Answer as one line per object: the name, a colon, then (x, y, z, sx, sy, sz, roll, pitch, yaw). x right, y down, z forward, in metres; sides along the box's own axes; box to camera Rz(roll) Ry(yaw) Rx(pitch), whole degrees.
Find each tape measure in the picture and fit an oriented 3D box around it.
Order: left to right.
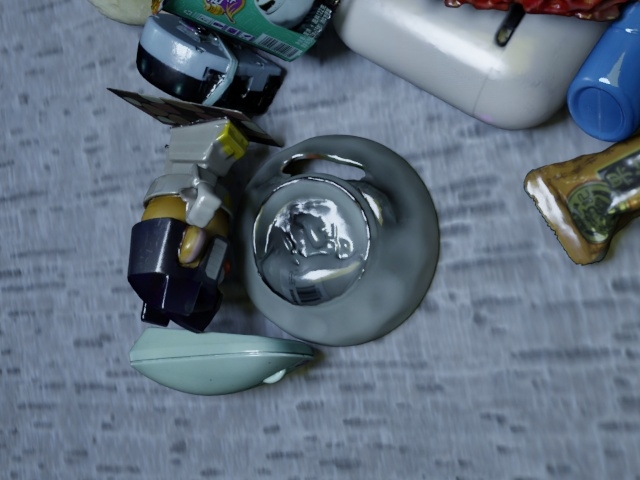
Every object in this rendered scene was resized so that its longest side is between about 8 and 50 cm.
tape measure: (-0.177, -0.267, 0.829, 0.182, 0.181, 0.107, 36, 115, 15)

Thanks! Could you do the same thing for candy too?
candy: (0.397, -0.078, 0.666, 0.271, 0.101, 0.143, -28, 73, 25)

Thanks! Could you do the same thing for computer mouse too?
computer mouse: (-0.154, 0.185, 0.831, 0.288, 0.159, 0.097, 1, 75, 26)

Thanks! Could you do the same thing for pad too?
pad: (-0.188, -0.186, 0.846, 0.234, 0.158, 0.003, 15, 86, 19)

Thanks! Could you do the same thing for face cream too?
face cream: (0.389, -0.242, 0.629, 0.083, 0.149, 0.264, 34, 80, 36)

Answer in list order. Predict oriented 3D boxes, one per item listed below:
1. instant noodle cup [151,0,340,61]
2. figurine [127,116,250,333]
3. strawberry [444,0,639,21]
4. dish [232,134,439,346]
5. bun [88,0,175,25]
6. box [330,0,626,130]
instant noodle cup: (-0.080, -0.362, 0.715, 0.251, 0.190, 0.251, -37, 42, 44)
figurine: (-0.190, -0.018, 0.793, 0.143, 0.308, 0.309, 10, 94, 1)
strawberry: (0.221, -0.373, 0.551, 0.280, 0.150, 0.254, 11, 81, 15)
dish: (0.000, 0.000, 0.796, 0.324, 0.124, 0.324, 0, 91, 20)
bun: (-0.292, -0.477, 0.880, 0.272, 0.168, 0.273, 0, 90, 12)
box: (0.200, -0.326, 0.710, 0.349, 0.141, 0.289, 34, 100, 17)
